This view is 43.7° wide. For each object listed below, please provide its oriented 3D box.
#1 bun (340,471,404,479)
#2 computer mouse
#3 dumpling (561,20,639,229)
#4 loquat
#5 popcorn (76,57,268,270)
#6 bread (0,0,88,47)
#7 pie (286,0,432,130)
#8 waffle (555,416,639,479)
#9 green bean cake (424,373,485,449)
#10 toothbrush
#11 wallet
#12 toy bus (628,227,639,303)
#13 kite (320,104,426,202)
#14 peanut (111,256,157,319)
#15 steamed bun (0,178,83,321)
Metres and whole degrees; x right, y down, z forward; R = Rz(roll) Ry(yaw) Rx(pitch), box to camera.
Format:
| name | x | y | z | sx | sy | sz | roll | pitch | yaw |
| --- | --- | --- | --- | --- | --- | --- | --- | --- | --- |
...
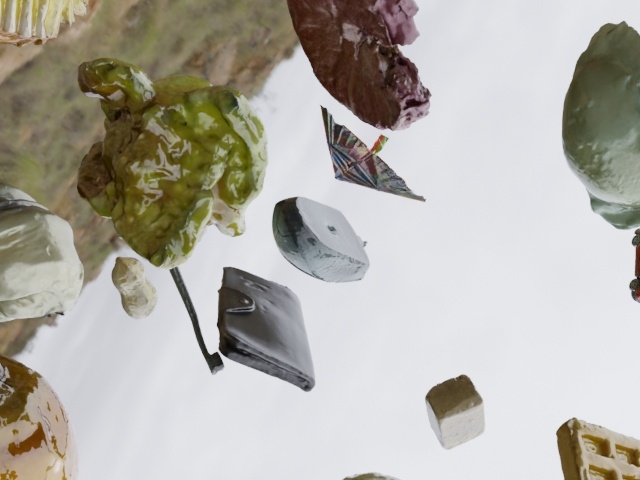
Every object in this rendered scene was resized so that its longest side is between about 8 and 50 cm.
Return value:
| name | x | y | z | sx | sy | sz | roll | pitch | yaw |
| --- | --- | --- | --- | --- | --- | --- | --- | --- | --- |
| bun | 0.106 | 0.648 | 1.686 | 0.364 | 0.364 | 0.202 | -75 | 165 | -46 |
| computer mouse | -0.005 | 0.003 | 1.054 | 0.068 | 0.229 | 0.113 | -33 | -112 | 18 |
| dumpling | 0.528 | -0.177 | 1.397 | 0.211 | 0.320 | 0.270 | -32 | -145 | 17 |
| loquat | -0.481 | 0.299 | 1.057 | 0.328 | 0.328 | 0.328 | -49 | -161 | 23 |
| popcorn | -0.195 | -0.117 | 1.170 | 0.325 | 0.321 | 0.290 | -37 | 164 | 30 |
| bread | -0.315 | -0.257 | 0.677 | 0.179 | 0.250 | 0.133 | -75 | -178 | -63 |
| pie | 0.040 | -0.213 | 0.852 | 0.054 | 0.219 | 0.204 | -39 | -141 | -16 |
| waffle | 0.488 | 0.426 | 1.274 | 0.055 | 0.221 | 0.248 | -51 | -153 | 43 |
| green bean cake | 0.291 | 0.372 | 1.722 | 0.109 | 0.179 | 0.085 | -24 | -129 | -3 |
| toothbrush | -0.258 | 0.124 | 1.568 | 0.030 | 0.297 | 0.030 | -22 | 166 | -16 |
| wallet | -0.110 | 0.156 | 1.553 | 0.051 | 0.197 | 0.377 | -60 | -165 | 15 |
| toy bus | 0.642 | 0.043 | 1.513 | 0.077 | 0.079 | 0.174 | -45 | -155 | 57 |
| kite | 0.055 | -0.105 | 1.020 | 0.159 | 0.190 | 0.010 | -37 | 169 | -50 |
| peanut | -0.176 | 0.043 | 0.747 | 0.083 | 0.037 | 0.037 | 75 | 30 | -51 |
| steamed bun | -0.550 | 0.007 | 1.271 | 0.275 | 0.319 | 0.206 | -137 | -131 | -59 |
